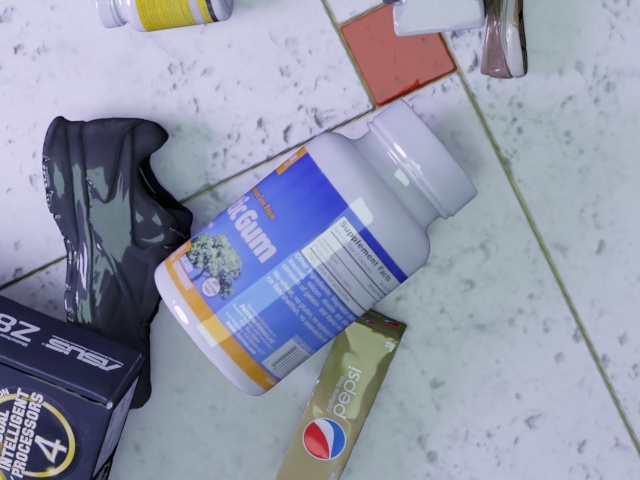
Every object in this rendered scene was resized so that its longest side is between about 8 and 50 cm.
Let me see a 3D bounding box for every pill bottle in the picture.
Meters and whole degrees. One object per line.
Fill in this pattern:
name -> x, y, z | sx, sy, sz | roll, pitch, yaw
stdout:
pill bottle -> 0.000, 0.000, 1.374 | 0.272, 0.152, 0.152 | -40, 94, 3
pill bottle -> -0.142, -0.224, 1.401 | 0.116, 0.065, 0.065 | -7, 100, 10

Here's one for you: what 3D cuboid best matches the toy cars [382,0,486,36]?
toy cars -> 0.025, -0.349, 1.342 | 0.394, 0.087, 0.176 | 44, 107, -4

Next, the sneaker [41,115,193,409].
sneaker -> -0.178, 0.020, 1.442 | 0.130, 0.109, 0.286 | -7, 105, 0

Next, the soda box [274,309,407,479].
soda box -> 0.019, 0.154, 1.457 | 0.058, 0.061, 0.181 | 23, 104, 4

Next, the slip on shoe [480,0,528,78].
slip on shoe -> 0.159, -0.211, 1.370 | 0.041, 0.051, 0.135 | -2, 108, 16

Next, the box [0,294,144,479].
box -> -0.365, 0.217, 1.458 | 0.318, 0.097, 0.394 | 24, 122, 5
